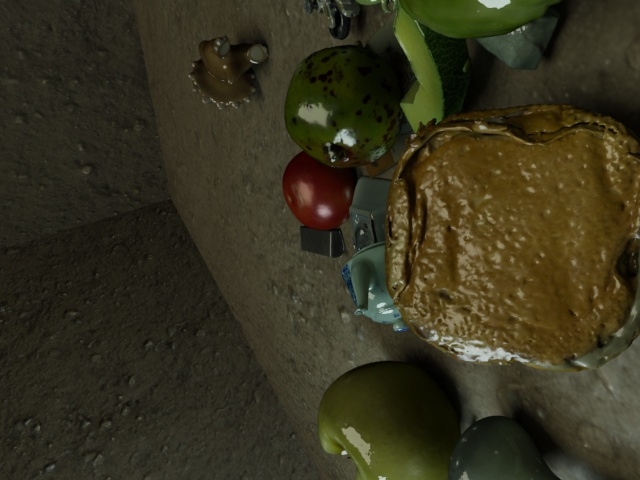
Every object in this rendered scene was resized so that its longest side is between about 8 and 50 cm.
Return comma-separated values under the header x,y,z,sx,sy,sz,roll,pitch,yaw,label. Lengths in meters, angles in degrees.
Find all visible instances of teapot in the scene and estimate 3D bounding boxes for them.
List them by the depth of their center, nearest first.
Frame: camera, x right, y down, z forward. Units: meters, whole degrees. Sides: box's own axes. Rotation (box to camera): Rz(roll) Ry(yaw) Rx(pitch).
x,y,z,sx,sy,sz,roll,pitch,yaw,label
0.331,0.387,0.751,0.251,0.183,0.183,7,116,51,teapot
0.127,0.089,0.855,0.159,0.232,0.159,-15,69,43,teapot

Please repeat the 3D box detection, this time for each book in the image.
x,y,z,sx,sy,sz,roll,pitch,yaw,label
0.121,-0.245,0.850,0.295,0.020,0.208,-25,85,66,book

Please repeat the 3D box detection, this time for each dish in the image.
x,y,z,sx,sy,sz,roll,pitch,yaw,label
0.121,0.004,0.982,0.182,0.080,0.243,24,129,59,dish

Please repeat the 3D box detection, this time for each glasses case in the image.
x,y,z,sx,sy,sz,roll,pitch,yaw,label
-0.001,-0.001,1.291,0.190,0.042,0.072,11,112,64,glasses case

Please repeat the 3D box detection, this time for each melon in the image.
x,y,z,sx,sy,sz,roll,pitch,yaw,label
0.148,-0.220,0.657,0.118,0.064,0.209,52,170,20,melon

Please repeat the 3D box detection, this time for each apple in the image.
x,y,z,sx,sy,sz,roll,pitch,yaw,label
0.146,0.375,1.010,0.295,0.257,0.233,46,147,37,apple

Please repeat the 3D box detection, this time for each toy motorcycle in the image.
x,y,z,sx,sy,sz,roll,pitch,yaw,label
0.016,-0.464,0.831,0.151,0.074,0.229,130,126,-70,toy motorcycle

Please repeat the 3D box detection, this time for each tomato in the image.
x,y,z,sx,sy,sz,roll,pitch,yaw,label
-0.006,-0.111,1.090,0.195,0.136,0.195,48,149,40,tomato

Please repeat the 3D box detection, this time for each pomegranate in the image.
x,y,z,sx,sy,sz,roll,pitch,yaw,label
0.031,-0.227,0.809,0.246,0.198,0.198,-117,20,-48,pomegranate

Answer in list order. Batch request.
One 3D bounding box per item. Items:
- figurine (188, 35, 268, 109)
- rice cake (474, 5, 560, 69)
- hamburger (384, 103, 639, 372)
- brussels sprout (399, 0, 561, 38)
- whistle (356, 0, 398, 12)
x,y,z,sx,sy,sz,roll,pitch,yaw,label
-0.252,-0.436,1.308,0.247,0.177,0.173,24,112,49,figurine
0.195,-0.288,0.593,0.206,0.063,0.069,56,159,28,rice cake
0.218,-0.003,0.552,0.318,0.158,0.319,5,102,25,hamburger
0.141,-0.353,0.432,0.273,0.242,0.317,39,137,37,brussels sprout
0.080,-0.457,0.672,0.141,0.141,0.294,159,109,-67,whistle
